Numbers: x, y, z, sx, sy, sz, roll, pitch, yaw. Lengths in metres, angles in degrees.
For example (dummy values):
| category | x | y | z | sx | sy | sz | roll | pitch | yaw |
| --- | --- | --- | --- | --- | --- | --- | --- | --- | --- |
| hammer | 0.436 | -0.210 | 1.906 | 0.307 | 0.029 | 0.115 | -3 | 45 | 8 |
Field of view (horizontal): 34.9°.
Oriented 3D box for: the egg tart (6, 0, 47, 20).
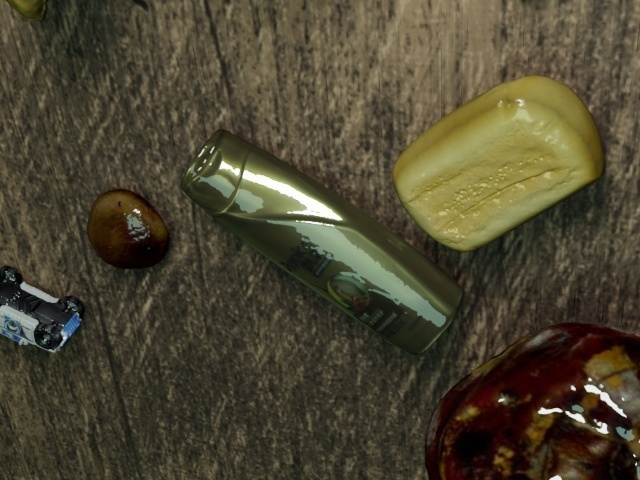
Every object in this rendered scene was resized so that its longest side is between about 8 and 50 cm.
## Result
| category | x | y | z | sx | sy | sz | roll | pitch | yaw |
| --- | --- | --- | --- | --- | --- | --- | --- | --- | --- |
| egg tart | -0.266 | -0.374 | 0.928 | 0.132 | 0.341 | 0.341 | -12 | 127 | -11 |

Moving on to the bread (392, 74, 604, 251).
| category | x | y | z | sx | sy | sz | roll | pitch | yaw |
| --- | --- | --- | --- | --- | --- | --- | --- | --- | --- |
| bread | 0.182 | -0.083 | 1.051 | 0.217 | 0.098 | 0.147 | -28 | 112 | 38 |

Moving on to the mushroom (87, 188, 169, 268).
| category | x | y | z | sx | sy | sz | roll | pitch | yaw |
| --- | --- | --- | --- | --- | --- | --- | --- | --- | --- |
| mushroom | -0.252 | -0.009 | 1.320 | 0.123 | 0.052 | 0.123 | 13 | 128 | 18 |

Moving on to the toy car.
| category | x | y | z | sx | sy | sz | roll | pitch | yaw |
| --- | --- | --- | --- | --- | --- | --- | --- | --- | --- |
| toy car | -0.427 | 0.100 | 1.453 | 0.171 | 0.080 | 0.070 | 24 | 130 | 4 |

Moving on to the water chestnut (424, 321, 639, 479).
| category | x | y | z | sx | sy | sz | roll | pitch | yaw |
| --- | --- | --- | --- | --- | --- | --- | --- | --- | --- |
| water chestnut | 0.276 | 0.252 | 1.162 | 0.335 | 0.347 | 0.335 | -2 | 97 | -14 |

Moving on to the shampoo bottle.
| category | x | y | z | sx | sy | sz | roll | pitch | yaw |
| --- | --- | --- | --- | --- | --- | --- | --- | --- | --- |
| shampoo bottle | 0.000 | 0.000 | 1.200 | 0.350 | 0.084 | 0.125 | 35 | 132 | -4 |
